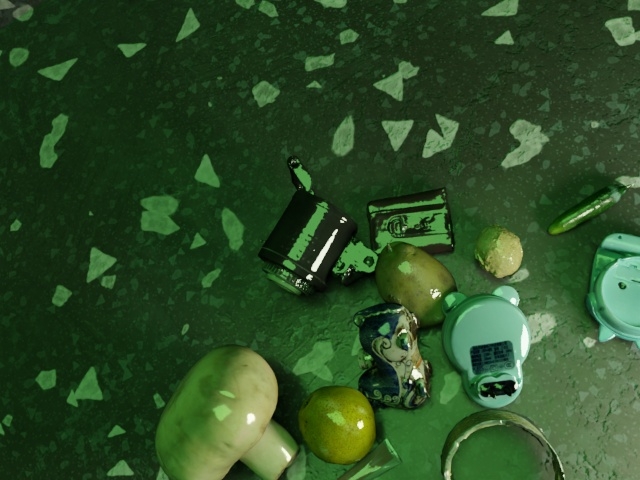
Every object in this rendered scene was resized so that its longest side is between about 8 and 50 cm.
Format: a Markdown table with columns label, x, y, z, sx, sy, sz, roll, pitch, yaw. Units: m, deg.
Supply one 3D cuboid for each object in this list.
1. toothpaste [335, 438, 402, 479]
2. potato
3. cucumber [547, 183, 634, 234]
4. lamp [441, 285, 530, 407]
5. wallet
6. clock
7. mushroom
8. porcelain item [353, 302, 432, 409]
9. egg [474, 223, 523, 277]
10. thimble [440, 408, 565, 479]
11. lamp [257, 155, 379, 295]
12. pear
| label | x | y | z | sx | sy | sz | roll | pitch | yaw |
| --- | --- | --- | --- | --- | --- | --- | --- | --- | --- |
| toothpaste | 0.102 | 0.572 | 1.530 | 0.195 | 0.043 | 0.067 | -33 | 66 | -6 |
| potato | 0.235 | 0.105 | 1.578 | 0.174 | 0.159 | 0.251 | -43 | 105 | -19 |
| cucumber | 0.702 | -0.089 | 1.612 | 0.250 | 0.056 | 0.056 | -32 | 68 | 1 |
| lamp | 0.405 | 0.261 | 1.507 | 0.210 | 0.147 | 0.283 | -9 | 74 | 3 |
| wallet | 0.244 | -0.044 | 1.702 | 0.229 | 0.049 | 0.181 | -8 | 73 | 11 |
| clock | 0.768 | 0.131 | 1.502 | 0.224 | 0.094 | 0.274 | 15 | 74 | 18 |
| mushroom | -0.232 | 0.438 | 1.494 | 0.354 | 0.325 | 0.352 | -3 | 64 | 7 |
| porcelain item | 0.164 | 0.287 | 1.519 | 0.186 | 0.138 | 0.287 | -10 | 112 | 22 |
| egg | 0.458 | 0.025 | 1.601 | 0.116 | 0.118 | 0.140 | -30 | 72 | 48 |
| thimble | 0.406 | 0.521 | 1.397 | 0.271 | 0.150 | 0.270 | -2 | 82 | 11 |
| lamp | -0.045 | 0.006 | 1.660 | 0.272 | 0.205 | 0.374 | -40 | 79 | -7 |
| pear | 0.043 | 0.443 | 1.507 | 0.198 | 0.198 | 0.198 | -4 | 71 | 11 |
